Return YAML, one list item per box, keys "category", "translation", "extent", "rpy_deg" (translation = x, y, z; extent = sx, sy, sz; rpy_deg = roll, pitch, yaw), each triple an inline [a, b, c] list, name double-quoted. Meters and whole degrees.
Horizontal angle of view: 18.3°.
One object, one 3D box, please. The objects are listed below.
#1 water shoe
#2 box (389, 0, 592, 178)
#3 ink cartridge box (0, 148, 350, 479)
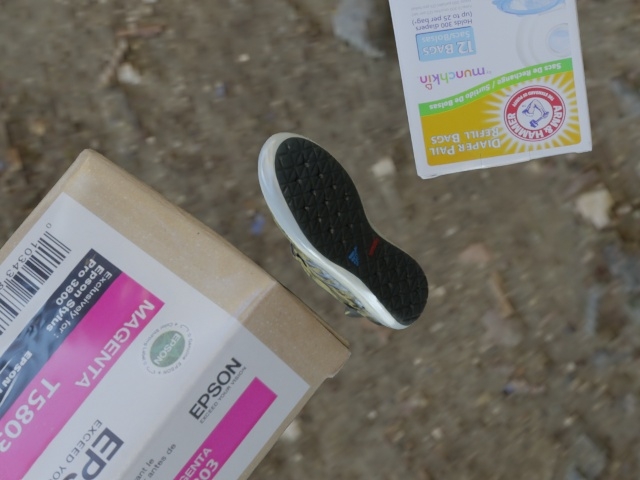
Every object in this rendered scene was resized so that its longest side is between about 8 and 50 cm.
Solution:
- category: "water shoe"
  translation: [0.000, 0.000, 1.520]
  extent: [0.080, 0.073, 0.203]
  rpy_deg: [-2, 137, 46]
- category: "box"
  translation: [0.097, -0.155, 1.212]
  extent: [0.114, 0.103, 0.203]
  rpy_deg: [-8, 118, 4]
- category: "ink cartridge box"
  translation: [-0.130, 0.090, 1.105]
  extent: [0.193, 0.088, 0.235]
  rpy_deg: [32, 80, 42]
